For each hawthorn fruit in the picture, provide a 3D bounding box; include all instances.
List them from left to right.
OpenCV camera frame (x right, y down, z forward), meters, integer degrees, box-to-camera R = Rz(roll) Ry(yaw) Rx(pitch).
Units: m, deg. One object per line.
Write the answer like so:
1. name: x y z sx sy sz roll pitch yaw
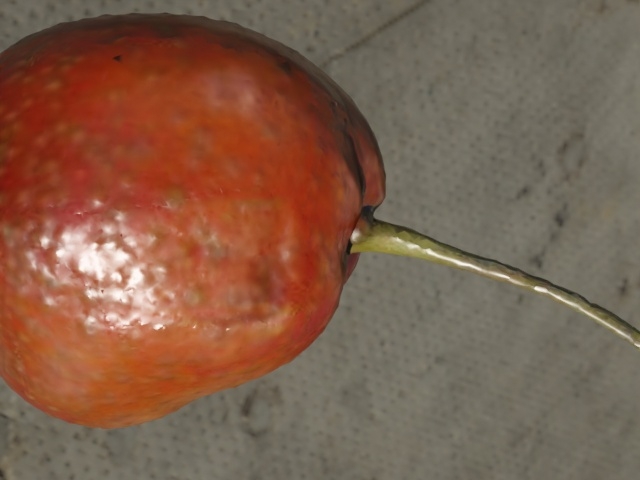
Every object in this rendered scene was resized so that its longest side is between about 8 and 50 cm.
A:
1. hawthorn fruit: 0.000 0.000 0.585 0.165 0.285 0.165 7 90 -84
